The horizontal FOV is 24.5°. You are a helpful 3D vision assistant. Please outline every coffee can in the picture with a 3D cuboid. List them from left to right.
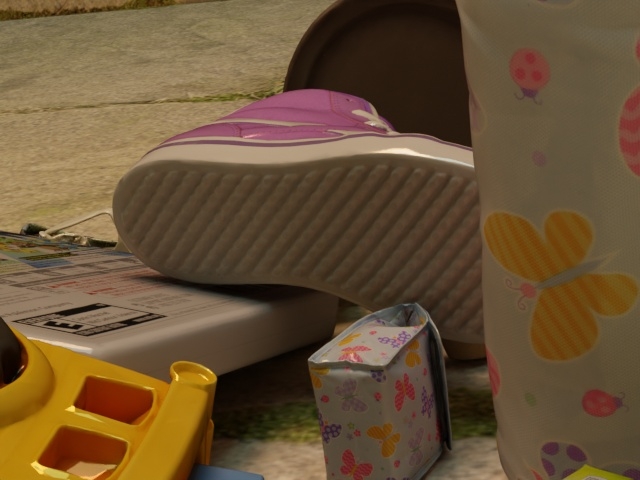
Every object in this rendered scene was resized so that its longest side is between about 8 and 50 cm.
[{"bbox_3d":[0.120,-0.115,1.108,0.201,0.201,0.275,1,18,26],"label":"coffee can"}]

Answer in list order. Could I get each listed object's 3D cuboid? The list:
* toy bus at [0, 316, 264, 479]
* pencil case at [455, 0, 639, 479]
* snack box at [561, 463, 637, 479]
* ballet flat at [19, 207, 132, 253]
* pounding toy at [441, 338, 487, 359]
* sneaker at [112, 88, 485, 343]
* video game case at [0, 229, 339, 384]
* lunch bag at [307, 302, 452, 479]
[{"bbox_3d":[-0.098,0.126,0.510,0.211,0.149,0.220,11,20,4],"label":"toy bus"},{"bbox_3d":[0.122,-0.012,0.622,0.113,0.273,0.124,10,33,30],"label":"pencil case"},{"bbox_3d":[0.113,0.148,0.433,0.174,0.070,0.207,-20,20,-40],"label":"snack box"},{"bbox_3d":[-0.128,0.009,1.027,0.188,0.070,0.070,-3,16,12],"label":"ballet flat"},{"bbox_3d":[0.159,-0.037,0.908,0.269,0.154,0.155,-19,21,-39],"label":"pounding toy"},{"bbox_3d":[0.043,-0.034,0.813,0.282,0.102,0.161,12,28,25],"label":"sneaker"},{"bbox_3d":[-0.179,0.030,0.800,0.300,0.036,0.329,9,6,18],"label":"video game case"},{"bbox_3d":[0.036,0.075,0.717,0.053,0.071,0.083,0,17,28],"label":"lunch bag"}]
